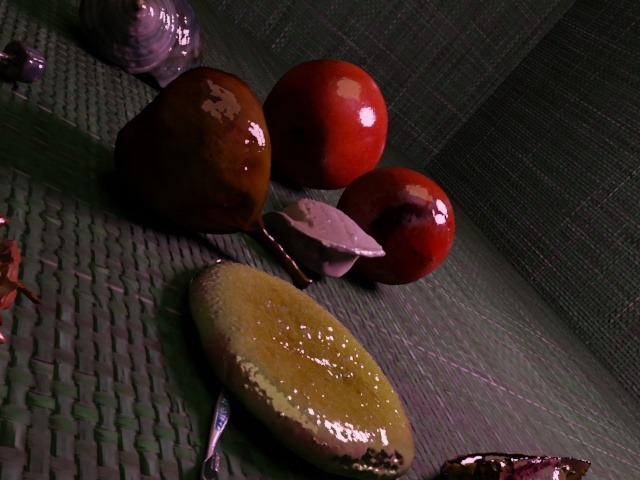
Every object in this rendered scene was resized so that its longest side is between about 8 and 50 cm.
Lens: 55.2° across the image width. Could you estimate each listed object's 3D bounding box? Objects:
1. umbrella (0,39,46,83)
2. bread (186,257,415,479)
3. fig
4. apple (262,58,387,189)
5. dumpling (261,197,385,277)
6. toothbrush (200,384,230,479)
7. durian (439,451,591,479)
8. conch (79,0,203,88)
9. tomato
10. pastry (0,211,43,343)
[{"bbox_3d":[-0.413,-0.234,0.582,0.143,0.094,0.349,53,18,22],"label":"umbrella"},{"bbox_3d":[-0.013,0.122,0.649,0.301,0.045,0.301,40,12,-11],"label":"bread"},{"bbox_3d":[-0.122,-0.051,0.719,0.190,0.191,0.290,-47,122,-74],"label":"fig"},{"bbox_3d":[0.000,-0.228,1.222,0.260,0.260,0.216,45,40,11],"label":"apple"},{"bbox_3d":[-0.001,-0.001,0.913,0.176,0.092,0.150,41,13,2],"label":"dumpling"},{"bbox_3d":[-0.084,0.141,0.507,0.014,0.017,0.162,42,11,-16],"label":"toothbrush"},{"bbox_3d":[0.202,0.291,0.672,0.187,0.119,0.108,13,69,-37],"label":"durian"},{"bbox_3d":[-0.307,-0.370,1.067,0.277,0.195,0.220,175,-106,-79],"label":"conch"},{"bbox_3d":[0.128,-0.025,1.063,0.208,0.208,0.184,37,-4,-16],"label":"tomato"},{"bbox_3d":[-0.251,-0.034,0.255,0.275,0.193,0.275,36,18,-13],"label":"pastry"}]
